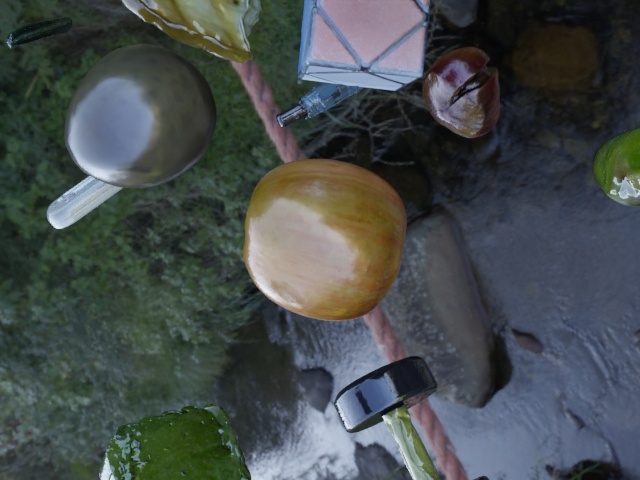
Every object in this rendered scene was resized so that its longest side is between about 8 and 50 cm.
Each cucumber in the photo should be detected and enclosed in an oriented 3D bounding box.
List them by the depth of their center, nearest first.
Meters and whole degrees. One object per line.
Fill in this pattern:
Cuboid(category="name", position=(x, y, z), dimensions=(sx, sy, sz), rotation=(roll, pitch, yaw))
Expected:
Cuboid(category="cucumber", position=(-0.523, -0.395, 1.254), dimensions=(0.033, 0.184, 0.036), rotation=(40, 123, -1))

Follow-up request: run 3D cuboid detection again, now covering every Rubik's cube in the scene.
Cuboid(category="Rubik's cube", position=(0.073, -0.390, 1.198), dimensions=(0.205, 0.207, 0.205), rotation=(-138, 52, -80))

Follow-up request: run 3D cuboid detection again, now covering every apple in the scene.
Cuboid(category="apple", position=(0.000, 0.000, 1.021), dimensions=(0.242, 0.241, 0.242), rotation=(-165, 90, -82))

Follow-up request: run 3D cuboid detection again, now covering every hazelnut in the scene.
Cuboid(category="hazelnut", position=(0.331, -0.335, 1.526), dimensions=(0.204, 0.178, 0.178), rotation=(51, 152, -11))

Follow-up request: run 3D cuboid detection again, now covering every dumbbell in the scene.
Cuboid(category="dumbbell", position=(0.178, 0.400, 1.255), dimensions=(0.322, 0.203, 0.204), rotation=(63, 149, 22))

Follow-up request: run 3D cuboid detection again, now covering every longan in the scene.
Cuboid(category="longan", position=(-0.247, -0.170, 0.933), dimensions=(0.196, 0.220, 0.196), rotation=(17, 137, 16))

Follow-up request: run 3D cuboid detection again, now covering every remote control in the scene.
Cuboid(category="remote control", position=(-0.362, -0.099, 1.122), dimensions=(0.042, 0.221, 0.078), rotation=(57, 166, -29))

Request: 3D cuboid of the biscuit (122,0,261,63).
Cuboid(category="biscuit", position=(-0.189, -0.440, 1.014), dimensions=(0.329, 0.335, 0.078), rotation=(40, 150, -16))

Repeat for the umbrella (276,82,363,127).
Cuboid(category="umbrella", position=(0.020, -0.305, 1.384), dimensions=(0.052, 0.250, 0.053), rotation=(58, 171, 8))

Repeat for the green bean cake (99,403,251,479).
Cuboid(category="green bean cake", position=(-0.212, 0.365, 1.001), dimensions=(0.214, 0.200, 0.113), rotation=(59, 144, 31))

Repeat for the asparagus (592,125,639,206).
Cuboid(category="asparagus", position=(0.295, -0.071, 0.484), dimensions=(0.085, 0.082, 0.343), rotation=(35, 178, 0))
